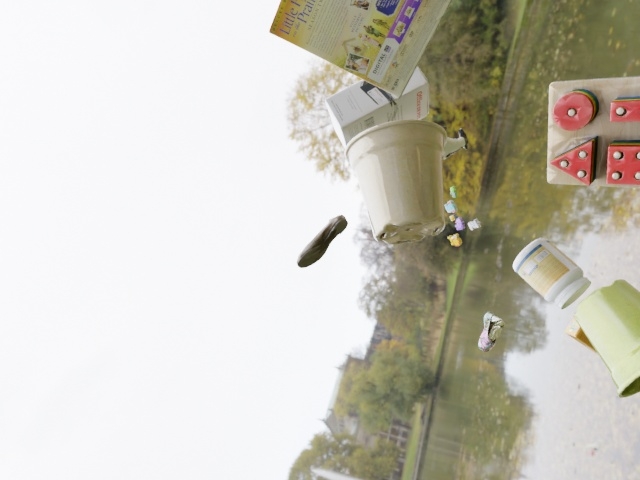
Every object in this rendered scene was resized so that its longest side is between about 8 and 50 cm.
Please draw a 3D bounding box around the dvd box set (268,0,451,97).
[{"bbox_3d":[0.106,-0.624,1.429,0.062,0.420,0.308,-79,14,-64],"label":"dvd box set"}]

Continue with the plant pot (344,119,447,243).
[{"bbox_3d":[0.260,-0.163,1.645,0.334,0.333,0.306,55,-154,-71],"label":"plant pot"}]

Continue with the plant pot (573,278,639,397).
[{"bbox_3d":[0.875,0.260,1.472,0.276,0.276,0.254,83,162,-50],"label":"plant pot"}]

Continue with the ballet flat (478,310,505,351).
[{"bbox_3d":[0.680,0.349,2.044,0.079,0.077,0.221,-37,8,40],"label":"ballet flat"}]

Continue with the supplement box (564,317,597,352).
[{"bbox_3d":[0.973,0.358,1.800,0.080,0.233,0.078,-58,3,0],"label":"supplement box"}]

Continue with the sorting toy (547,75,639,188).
[{"bbox_3d":[0.663,-0.245,1.225,0.089,0.255,0.257,-31,-60,-45],"label":"sorting toy"}]

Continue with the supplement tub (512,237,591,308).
[{"bbox_3d":[0.729,0.104,1.642,0.144,0.200,0.144,-27,-33,-19],"label":"supplement tub"}]

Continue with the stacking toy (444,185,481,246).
[{"bbox_3d":[0.557,-0.105,2.144,0.167,0.052,0.221,-31,-88,-35],"label":"stacking toy"}]

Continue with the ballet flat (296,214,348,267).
[{"bbox_3d":[0.000,0.000,1.883,0.250,0.058,0.084,-48,-39,12],"label":"ballet flat"}]

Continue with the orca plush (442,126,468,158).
[{"bbox_3d":[0.445,-0.378,1.999,0.287,0.102,0.151,-31,-53,-30],"label":"orca plush"}]

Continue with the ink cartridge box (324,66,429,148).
[{"bbox_3d":[0.246,-0.560,2.196,0.166,0.395,0.285,64,-178,18],"label":"ink cartridge box"}]
